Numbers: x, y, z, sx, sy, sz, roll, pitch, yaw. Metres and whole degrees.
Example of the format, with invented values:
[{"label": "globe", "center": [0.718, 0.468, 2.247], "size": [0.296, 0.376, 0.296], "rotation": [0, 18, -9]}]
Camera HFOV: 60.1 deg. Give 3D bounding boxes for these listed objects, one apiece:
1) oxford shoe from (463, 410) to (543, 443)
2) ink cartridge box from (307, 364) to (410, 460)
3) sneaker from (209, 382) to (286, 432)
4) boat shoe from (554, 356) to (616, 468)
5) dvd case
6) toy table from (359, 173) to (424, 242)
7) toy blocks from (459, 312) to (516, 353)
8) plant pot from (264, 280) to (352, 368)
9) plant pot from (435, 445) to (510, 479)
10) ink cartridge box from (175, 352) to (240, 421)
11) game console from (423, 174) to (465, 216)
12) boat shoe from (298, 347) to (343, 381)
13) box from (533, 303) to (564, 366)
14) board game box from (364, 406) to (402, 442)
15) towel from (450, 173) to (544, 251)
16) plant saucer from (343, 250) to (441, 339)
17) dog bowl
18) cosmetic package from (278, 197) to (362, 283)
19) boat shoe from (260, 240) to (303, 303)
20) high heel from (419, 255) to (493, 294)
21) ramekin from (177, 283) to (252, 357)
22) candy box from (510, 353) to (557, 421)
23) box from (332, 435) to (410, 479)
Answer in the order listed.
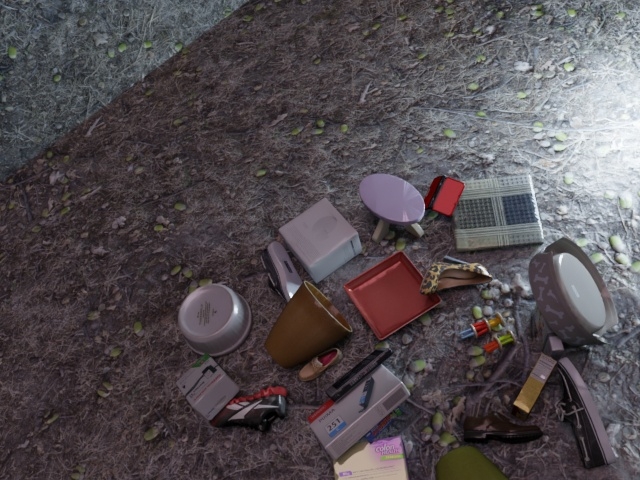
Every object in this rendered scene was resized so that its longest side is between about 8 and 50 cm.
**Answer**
[{"label": "oxford shoe", "center": [0.543, 0.553, 1.652], "size": [0.227, 0.083, 0.096], "rotation": [-1, 54, 13]}, {"label": "ink cartridge box", "center": [0.096, 0.502, 1.721], "size": [0.296, 0.066, 0.261], "rotation": [-38, 21, -10]}, {"label": "sneaker", "center": [-0.234, 0.575, 1.824], "size": [0.276, 0.098, 0.135], "rotation": [-19, 54, 0]}, {"label": "boat shoe", "center": [0.740, 0.499, 1.606], "size": [0.105, 0.113, 0.306], "rotation": [-21, 77, 11]}, {"label": "dvd case", "center": [0.122, 0.429, 1.785], "size": [0.238, 0.179, 0.030], "rotation": [-38, 85, -10]}, {"label": "toy table", "center": [0.276, -0.122, 2.096], "size": [0.252, 0.161, 0.274], "rotation": [-36, 58, -10]}, {"label": "toy blocks", "center": [0.545, 0.317, 1.815], "size": [0.148, 0.054, 0.123], "rotation": [-23, 55, -1]}, {"label": "plant pot", "center": [-0.062, 0.309, 1.895], "size": [0.254, 0.237, 0.237], "rotation": [-44, 57, 4]}, {"label": "plant pot", "center": [0.431, 0.720, 1.488], "size": [0.274, 0.275, 0.293], "rotation": [-23, 40, 0]}, {"label": "ink cartridge box", "center": [-0.382, 0.491, 1.867], "size": [0.153, 0.087, 0.208], "rotation": [-45, 28, -16]}, {"label": "game console", "center": [0.465, -0.168, 2.118], "size": [0.085, 0.124, 0.144], "rotation": [28, 83, -12]}, {"label": "boat shoe", "center": [-0.005, 0.417, 1.888], "size": [0.170, 0.059, 0.063], "rotation": [-32, 56, -7]}, {"label": "box", "center": [0.714, 0.284, 1.738], "size": [0.038, 0.145, 0.186], "rotation": [-6, 58, 10]}, {"label": "board game box", "center": [0.150, 0.528, 1.723], "size": [0.136, 0.035, 0.201], "rotation": [-39, 20, -14]}, {"label": "towel", "center": [0.643, -0.100, 2.064], "size": [0.324, 0.056, 0.312], "rotation": [-4, 61, 9]}, {"label": "plant saucer", "center": [0.254, 0.197, 1.969], "size": [0.259, 0.048, 0.258], "rotation": [-32, 56, -5]}, {"label": "dog bowl", "center": [0.774, 0.166, 1.706], "size": [0.102, 0.348, 0.349], "rotation": [-35, 45, 40]}, {"label": "cosmetic package", "center": [0.000, 0.000, 2.103], "size": [0.224, 0.138, 0.224], "rotation": [-34, 57, -9]}, {"label": "boat shoe", "center": [-0.147, 0.151, 2.074], "size": [0.102, 0.108, 0.301], "rotation": [-39, 65, 27]}, {"label": "high heel", "center": [0.462, 0.139, 1.880], "size": [0.186, 0.093, 0.261], "rotation": [21, 36, 30]}, {"label": "ramekin", "center": [-0.396, 0.282, 2.033], "size": [0.272, 0.127, 0.273], "rotation": [-6, 57, 10]}, {"label": "candy box", "center": [0.645, 0.446, 1.675], "size": [0.053, 0.109, 0.187], "rotation": [29, 69, 28]}, {"label": "box", "center": [0.159, 0.722, 1.621], "size": [0.213, 0.117, 0.243], "rotation": [-12, 57, 7]}]
